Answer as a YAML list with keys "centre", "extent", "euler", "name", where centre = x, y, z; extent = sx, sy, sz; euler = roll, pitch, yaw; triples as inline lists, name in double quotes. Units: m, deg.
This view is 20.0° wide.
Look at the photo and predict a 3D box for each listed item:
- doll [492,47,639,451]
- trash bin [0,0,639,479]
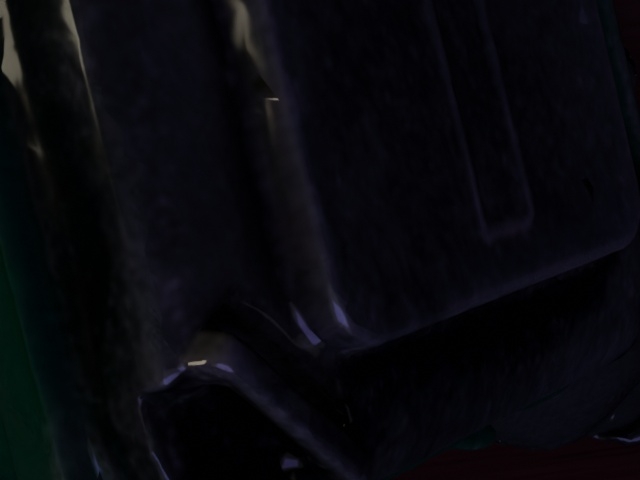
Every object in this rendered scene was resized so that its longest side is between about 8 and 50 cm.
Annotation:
- centre: [0.003, -0.002, 0.867]
  extent: [0.340, 0.158, 0.246]
  euler: [-2, 108, 6]
  name: "doll"
- centre: [-0.103, -0.040, 0.594]
  extent: [0.381, 0.259, 0.295]
  euler: [-10, -176, 36]
  name: "trash bin"
